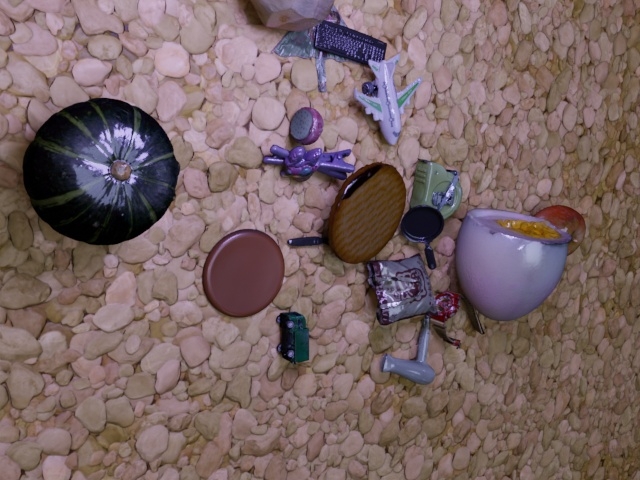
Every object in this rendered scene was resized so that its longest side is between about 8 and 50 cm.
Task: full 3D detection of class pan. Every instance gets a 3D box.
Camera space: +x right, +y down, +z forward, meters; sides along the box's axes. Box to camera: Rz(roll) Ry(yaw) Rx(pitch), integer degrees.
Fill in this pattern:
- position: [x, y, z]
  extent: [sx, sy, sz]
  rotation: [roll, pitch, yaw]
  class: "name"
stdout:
- position: [0.330, -0.011, 2.009]
  extent: [0.136, 0.028, 0.235]
  rotation: [-13, 117, 9]
  class: "pan"

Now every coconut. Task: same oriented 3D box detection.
- position: [-0.070, -0.627, 1.561]
  extent: [0.237, 0.237, 0.197]
  rotation: [-5, 98, -33]
  class: "coconut"

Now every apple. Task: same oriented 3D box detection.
- position: [0.866, -0.031, 2.345]
  extent: [0.209, 0.164, 0.209]
  rotation: [-15, 120, -29]
  class: "apple"

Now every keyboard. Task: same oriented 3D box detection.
- position: [0.089, -0.554, 1.792]
  extent: [0.250, 0.017, 0.087]
  rotation: [7, 95, -36]
  class: "keyboard"

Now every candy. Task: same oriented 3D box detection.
- position: [-0.037, -0.309, 1.718]
  extent: [0.043, 0.103, 0.103]
  rotation: [7, 96, -46]
  class: "candy"

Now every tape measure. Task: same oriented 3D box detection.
- position: [0.369, -0.148, 2.019]
  extent: [0.175, 0.106, 0.200]
  rotation: [6, 100, -27]
  class: "tape measure"

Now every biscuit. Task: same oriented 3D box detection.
- position: [0.138, -0.078, 1.873]
  extent: [0.318, 0.040, 0.318]
  rotation: [-24, 128, -35]
  class: "biscuit"

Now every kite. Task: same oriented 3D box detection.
- position: [0.008, -0.548, 1.753]
  extent: [0.323, 0.013, 0.267]
  rotation: [-3, 101, -33]
  class: "kite"

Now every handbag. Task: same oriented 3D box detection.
- position: [0.261, 0.151, 1.994]
  extent: [0.235, 0.127, 0.213]
  rotation: [-6, 79, -38]
  class: "handbag"

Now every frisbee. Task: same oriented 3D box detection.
- position: [-0.204, 0.092, 1.742]
  extent: [0.251, 0.021, 0.251]
  rotation: [-9, 106, -32]
  class: "frisbee"

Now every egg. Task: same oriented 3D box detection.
- position: [0.609, 0.098, 2.097]
  extent: [0.354, 0.354, 0.340]
  rotation: [-3, 113, -33]
  class: "egg"

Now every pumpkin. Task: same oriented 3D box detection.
- position: [-0.469, -0.148, 1.379]
  extent: [0.323, 0.241, 0.323]
  rotation: [-9, 107, -33]
  class: "pumpkin"

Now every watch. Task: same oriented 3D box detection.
- position: [0.475, 0.285, 2.196]
  extent: [0.165, 0.102, 0.268]
  rotation: [-47, 126, -20]
  class: "watch"

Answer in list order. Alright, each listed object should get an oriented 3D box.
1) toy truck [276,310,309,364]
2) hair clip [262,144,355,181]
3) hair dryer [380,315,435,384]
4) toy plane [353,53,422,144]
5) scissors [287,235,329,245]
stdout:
- position: [-0.079, 0.278, 1.835]
  extent: [0.079, 0.065, 0.147]
  rotation: [-11, 106, -34]
  class: "toy truck"
- position: [-0.015, -0.217, 1.749]
  extent: [0.278, 0.137, 0.090]
  rotation: [-5, 67, -33]
  class: "hair clip"
- position: [0.312, 0.350, 2.124]
  extent: [0.206, 0.075, 0.237]
  rotation: [24, 79, -28]
  class: "hair dryer"
- position: [0.192, -0.406, 1.854]
  extent: [0.251, 0.101, 0.255]
  rotation: [-19, 114, -30]
  class: "toy plane"
- position: [0.000, 0.000, 1.860]
  extent: [0.220, 0.017, 0.088]
  rotation: [-4, 105, -33]
  class: "scissors"
